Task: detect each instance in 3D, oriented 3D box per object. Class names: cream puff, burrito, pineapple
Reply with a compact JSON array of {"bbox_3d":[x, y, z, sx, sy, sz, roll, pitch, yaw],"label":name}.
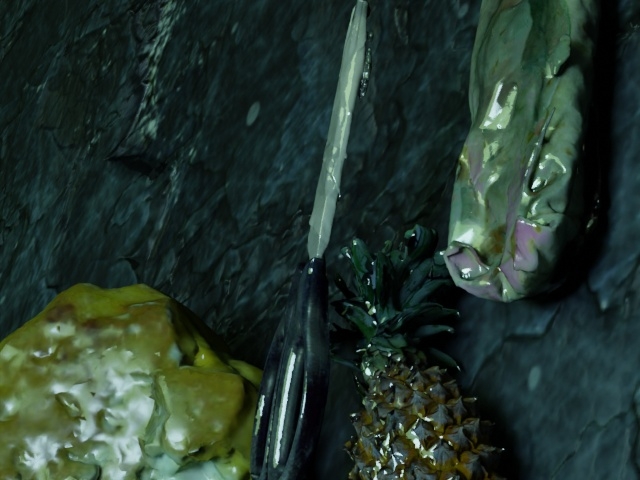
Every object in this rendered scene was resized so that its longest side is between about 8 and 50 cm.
[{"bbox_3d":[-0.136,0.173,1.040,0.281,0.185,0.282,-6,56,9],"label":"cream puff"},{"bbox_3d":[0.127,-0.101,0.926,0.096,0.066,0.309,-31,41,46],"label":"burrito"},{"bbox_3d":[0.054,0.087,0.875,0.221,0.083,0.103,-101,30,-46],"label":"pineapple"}]

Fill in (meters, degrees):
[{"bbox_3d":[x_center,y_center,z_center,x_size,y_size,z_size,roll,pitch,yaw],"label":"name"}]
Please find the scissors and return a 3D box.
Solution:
[{"bbox_3d":[0.000,0.000,0.933,0.109,0.022,0.300,161,122,-72],"label":"scissors"}]
